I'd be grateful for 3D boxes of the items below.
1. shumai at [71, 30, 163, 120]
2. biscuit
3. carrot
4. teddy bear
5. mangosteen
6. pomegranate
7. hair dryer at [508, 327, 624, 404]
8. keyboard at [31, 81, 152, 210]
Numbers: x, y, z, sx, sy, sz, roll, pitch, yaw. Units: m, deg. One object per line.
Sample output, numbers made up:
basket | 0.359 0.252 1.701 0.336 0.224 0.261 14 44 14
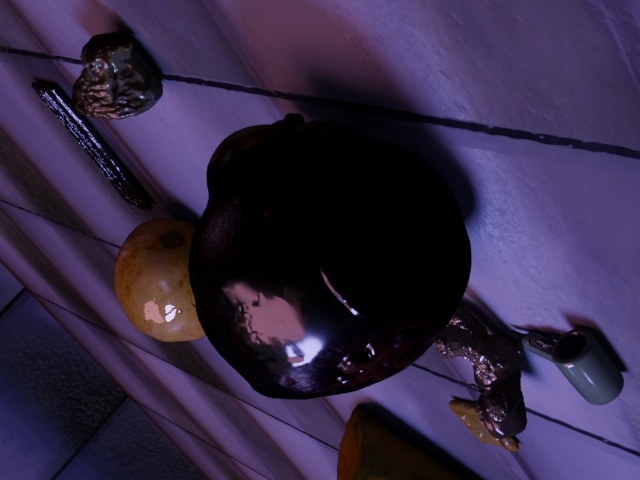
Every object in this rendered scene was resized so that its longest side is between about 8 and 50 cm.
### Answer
shumai | -0.244 -0.197 1.368 0.123 0.099 0.087 21 136 40
biscuit | 0.213 0.242 1.552 0.083 0.018 0.081 49 160 -21
carrot | 0.117 0.433 1.825 0.340 0.241 0.241 32 159 22
teddy bear | 0.189 0.141 1.294 0.160 0.077 0.119 62 -162 -18
mangosteen | 0.002 0.001 1.109 0.287 0.288 0.233 45 151 -11
pomegranate | -0.221 0.069 1.749 0.196 0.196 0.196 36 160 15
hair dryer | 0.236 0.115 1.202 0.071 0.047 0.150 50 165 -28
keyboard | -0.337 -0.139 1.767 0.087 0.017 0.250 18 149 51
